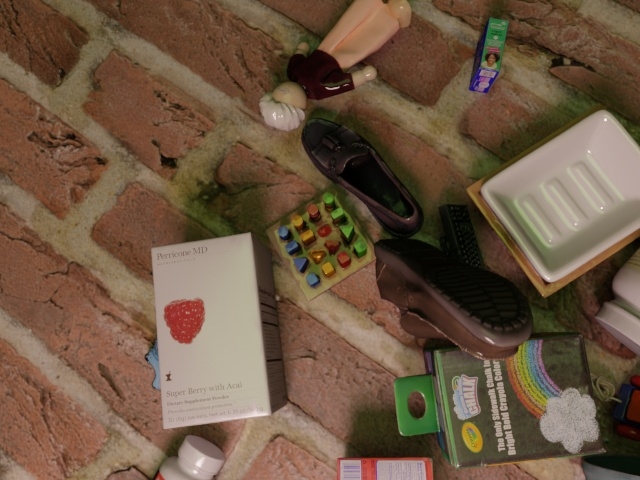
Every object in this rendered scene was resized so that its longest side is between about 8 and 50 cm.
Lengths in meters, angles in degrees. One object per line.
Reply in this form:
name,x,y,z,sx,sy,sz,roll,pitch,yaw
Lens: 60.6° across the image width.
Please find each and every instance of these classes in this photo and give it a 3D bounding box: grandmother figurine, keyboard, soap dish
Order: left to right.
grandmother figurine,0.012,-0.343,1.056,0.342,0.104,0.208,-47,42,-10
keyboard,0.257,0.021,0.983,0.108,0.023,0.180,-3,74,-38
soap dish,0.438,-0.069,0.968,0.291,0.118,0.229,-32,78,-2

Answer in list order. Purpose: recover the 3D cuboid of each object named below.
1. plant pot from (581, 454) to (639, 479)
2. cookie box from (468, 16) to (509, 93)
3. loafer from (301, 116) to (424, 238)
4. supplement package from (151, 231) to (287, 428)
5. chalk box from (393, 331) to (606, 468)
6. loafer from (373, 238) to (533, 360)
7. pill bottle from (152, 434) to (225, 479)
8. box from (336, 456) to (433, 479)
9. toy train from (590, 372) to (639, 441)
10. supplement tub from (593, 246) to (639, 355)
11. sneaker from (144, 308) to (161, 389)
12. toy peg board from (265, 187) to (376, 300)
plant pot,0.530,0.428,0.767,0.293,0.293,0.196,4,76,6
cookie box,0.321,-0.353,1.048,0.040,0.092,0.107,12,80,4
loafer,0.079,-0.132,1.022,0.109,0.095,0.302,-44,79,-3
supplement package,-0.170,0.154,0.946,0.178,0.175,0.293,-9,78,4
chalk box,0.266,0.254,0.890,0.289,0.179,0.180,-7,79,4
loafer,0.196,0.101,0.871,0.134,0.366,0.130,-2,107,-16
pill bottle,-0.243,0.439,0.930,0.108,0.108,0.193,28,82,10
box,0.103,0.495,0.830,0.154,0.142,0.300,-3,59,4
toy train,0.529,0.271,0.866,0.248,0.143,0.105,22,81,0
supplement tub,0.617,0.061,0.843,0.235,0.235,0.325,40,97,11
sneaker,-0.294,0.197,1.007,0.073,0.063,0.162,-10,78,6
toy peg board,0.000,0.000,1.012,0.161,0.079,0.161,-32,78,-2
